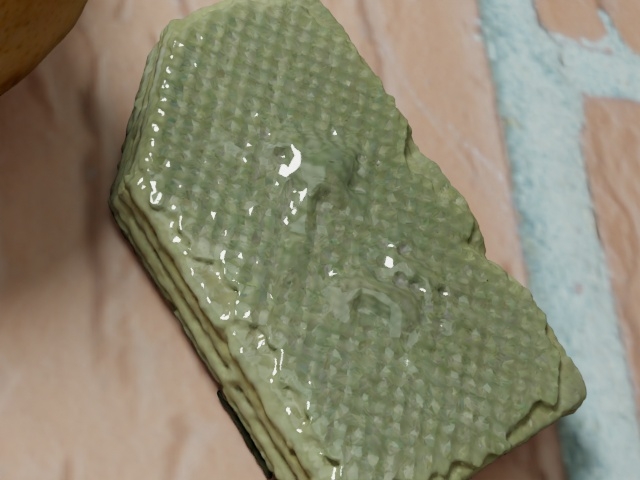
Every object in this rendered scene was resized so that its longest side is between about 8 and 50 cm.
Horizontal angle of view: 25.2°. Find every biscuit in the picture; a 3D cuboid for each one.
[{"bbox_3d":[0.000,0.000,0.642,0.150,0.052,0.252,-23,73,-33],"label":"biscuit"}]

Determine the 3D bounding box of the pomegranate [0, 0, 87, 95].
[{"bbox_3d":[-0.188,-0.141,0.559,0.207,0.207,0.207,11,58,-18],"label":"pomegranate"}]
